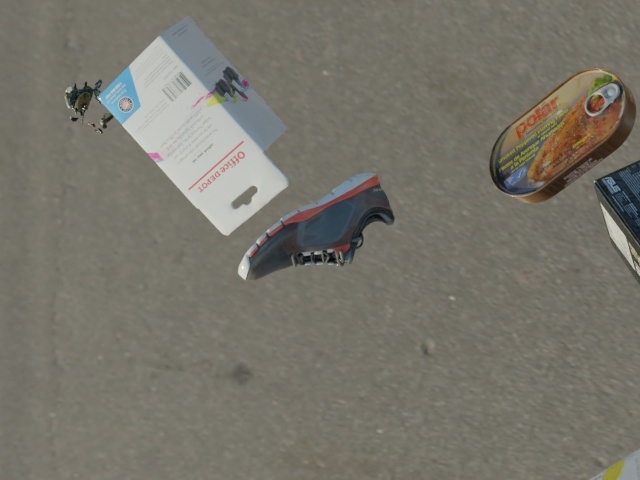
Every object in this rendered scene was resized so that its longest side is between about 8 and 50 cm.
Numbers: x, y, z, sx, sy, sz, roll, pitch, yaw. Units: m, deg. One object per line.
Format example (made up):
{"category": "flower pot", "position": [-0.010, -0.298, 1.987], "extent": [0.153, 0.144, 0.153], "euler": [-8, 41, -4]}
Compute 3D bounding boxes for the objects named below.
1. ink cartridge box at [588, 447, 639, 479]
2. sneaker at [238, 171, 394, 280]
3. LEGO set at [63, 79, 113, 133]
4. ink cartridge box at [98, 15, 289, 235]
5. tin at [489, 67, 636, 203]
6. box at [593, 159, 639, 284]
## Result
{"category": "ink cartridge box", "position": [0.314, 0.327, 1.251], "extent": [0.270, 0.197, 0.198], "euler": [-36, 93, 14]}
{"category": "sneaker", "position": [0.000, 0.000, 1.230], "extent": [0.158, 0.061, 0.065], "euler": [-33, 81, -7]}
{"category": "LEGO set", "position": [-0.261, -0.151, 1.493], "extent": [0.023, 0.083, 0.054], "euler": [30, 63, 31]}
{"category": "ink cartridge box", "position": [-0.108, -0.107, 1.282], "extent": [0.104, 0.061, 0.181], "euler": [-37, 97, 34]}
{"category": "tin", "position": [0.280, -0.120, 1.568], "extent": [0.189, 0.040, 0.106], "euler": [-38, 54, 24]}
{"category": "box", "position": [0.327, -0.004, 1.091], "extent": [0.147, 0.078, 0.180], "euler": [-25, 37, 2]}
